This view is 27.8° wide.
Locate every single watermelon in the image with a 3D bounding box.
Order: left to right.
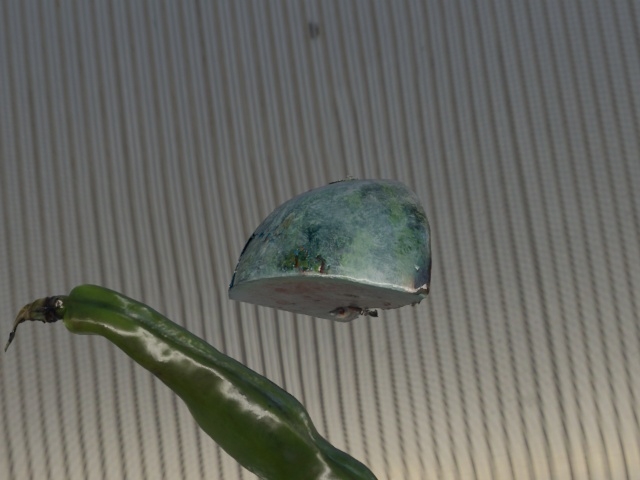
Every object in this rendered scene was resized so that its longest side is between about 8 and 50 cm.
[{"bbox_3d":[0.002,-0.006,1.539,0.188,0.322,0.175,15,74,-21],"label":"watermelon"}]

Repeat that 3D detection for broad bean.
[{"bbox_3d":[-0.073,0.119,0.916,0.318,0.098,0.056,30,46,5],"label":"broad bean"}]
